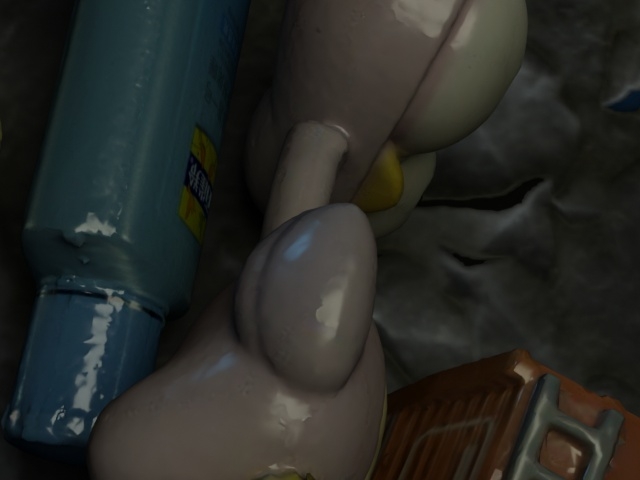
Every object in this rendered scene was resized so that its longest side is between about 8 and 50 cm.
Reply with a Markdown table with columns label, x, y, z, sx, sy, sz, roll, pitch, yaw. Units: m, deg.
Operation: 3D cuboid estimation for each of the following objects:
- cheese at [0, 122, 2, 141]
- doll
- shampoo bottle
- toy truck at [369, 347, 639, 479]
| label | x | y | z | sx | sy | sz | roll | pitch | yaw |
| --- | --- | --- | --- | --- | --- | --- | --- | --- | --- |
| cheese | -0.231 | -0.075 | 0.575 | 0.255 | 0.127 | 0.050 | 21 | 26 | -23 |
| doll | -0.001 | -0.001 | 0.599 | 0.094 | 0.160 | 0.365 | 23 | 45 | -1 |
| shampoo bottle | -0.073 | -0.039 | 0.649 | 0.061 | 0.104 | 0.258 | 5 | 70 | 13 |
| toy truck | 0.023 | 0.235 | 0.539 | 0.173 | 0.207 | 0.387 | 29 | 66 | -11 |
